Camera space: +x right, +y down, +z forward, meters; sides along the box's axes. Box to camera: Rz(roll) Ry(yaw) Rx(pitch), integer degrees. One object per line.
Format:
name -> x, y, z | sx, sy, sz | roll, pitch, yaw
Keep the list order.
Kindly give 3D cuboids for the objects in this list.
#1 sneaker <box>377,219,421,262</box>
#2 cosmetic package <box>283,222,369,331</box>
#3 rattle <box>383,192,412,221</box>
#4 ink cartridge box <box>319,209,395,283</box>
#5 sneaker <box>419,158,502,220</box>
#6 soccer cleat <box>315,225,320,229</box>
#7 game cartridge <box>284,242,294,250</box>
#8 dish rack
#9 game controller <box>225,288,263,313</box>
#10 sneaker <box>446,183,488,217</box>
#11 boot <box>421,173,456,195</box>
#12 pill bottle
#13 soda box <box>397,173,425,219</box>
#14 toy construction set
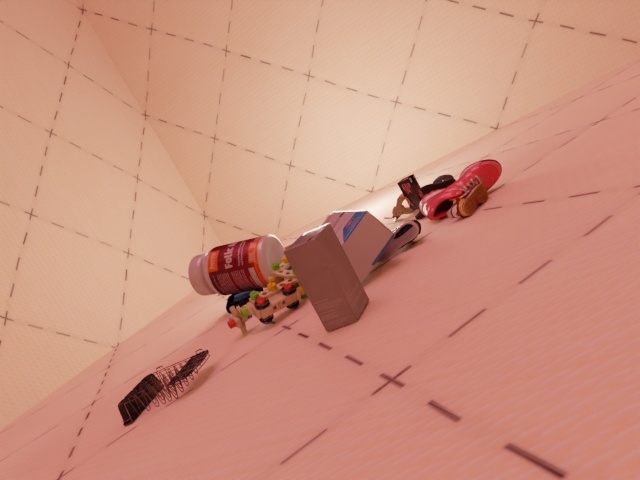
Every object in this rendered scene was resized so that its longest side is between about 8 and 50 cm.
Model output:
sneaker -> 0.243, 0.008, 1.694 | 0.217, 0.079, 0.121 | -31, -8, 22
cosmetic package -> 0.019, 0.091, 1.282 | 0.107, 0.237, 0.127 | -26, 8, 27
rattle -> 0.367, -0.110, 2.148 | 0.200, 0.142, 0.130 | -43, -31, 22
ink cartridge box -> 0.070, 0.027, 1.626 | 0.223, 0.129, 0.307 | -55, 16, -8
sneaker -> 0.498, -0.159, 1.771 | 0.314, 0.116, 0.136 | -35, 16, 15
soccer cleat -> -0.001, 0.001, 2.048 | 0.094, 0.121, 0.289 | -27, -3, 14
game cartridge -> -0.039, 0.011, 2.492 | 0.286, 0.052, 0.324 | -22, -1, 20
dish rack -> -0.448, 0.421, 1.506 | 0.272, 0.074, 0.208 | -26, 9, 13
game controller -> -0.326, 0.248, 2.223 | 0.167, 0.067, 0.319 | -30, 8, -5
sneaker -> 0.483, -0.132, 1.683 | 0.084, 0.069, 0.186 | -14, 16, 48
boot -> 0.525, -0.249, 2.312 | 0.190, 0.075, 0.208 | -14, 16, 8
pill bottle -> -0.361, 0.117, 2.224 | 0.393, 0.223, 0.224 | -13, 13, 22
soda box -> 0.367, -0.168, 1.980 | 0.060, 0.168, 0.053 | -23, 9, 41
toy construction set -> -0.176, 0.187, 1.727 | 0.328, 0.151, 0.215 | -40, 35, -17
